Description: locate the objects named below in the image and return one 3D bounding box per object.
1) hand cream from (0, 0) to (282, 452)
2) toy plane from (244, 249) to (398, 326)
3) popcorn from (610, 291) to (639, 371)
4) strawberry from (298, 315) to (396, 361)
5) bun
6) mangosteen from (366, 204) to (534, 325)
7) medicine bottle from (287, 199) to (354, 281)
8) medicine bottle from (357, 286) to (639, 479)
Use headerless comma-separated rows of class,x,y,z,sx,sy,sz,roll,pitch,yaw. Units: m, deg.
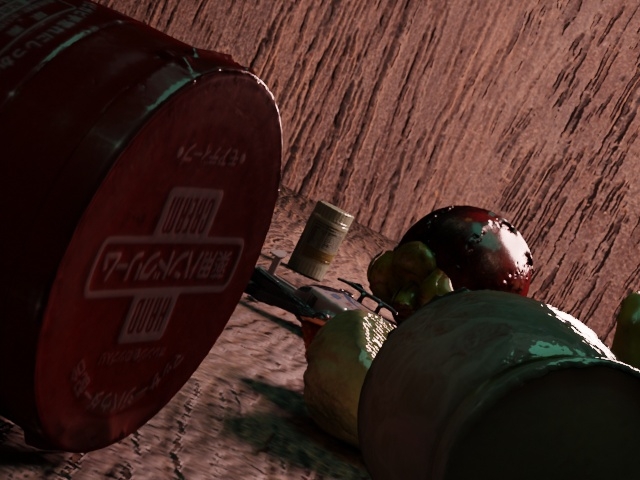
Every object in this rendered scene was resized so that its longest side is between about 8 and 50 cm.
hand cream,-0.117,-0.013,0.799,0.125,0.193,0.193,27,4,23
toy plane,-0.002,0.057,1.578,0.197,0.053,0.078,32,15,15
popcorn,0.271,0.144,1.029,0.252,0.215,0.286,87,-15,-59
strawberry,0.066,0.102,1.273,0.187,0.082,0.146,20,0,-7
bun,0.033,0.101,1.144,0.115,0.069,0.115,37,19,-15
mangosteen,0.138,0.044,1.939,0.180,0.166,0.166,-16,34,-42
medicine bottle,0.000,0.000,2.027,0.047,0.083,0.047,26,4,-2
medicine bottle,0.104,0.110,0.940,0.147,0.147,0.143,25,6,-23
